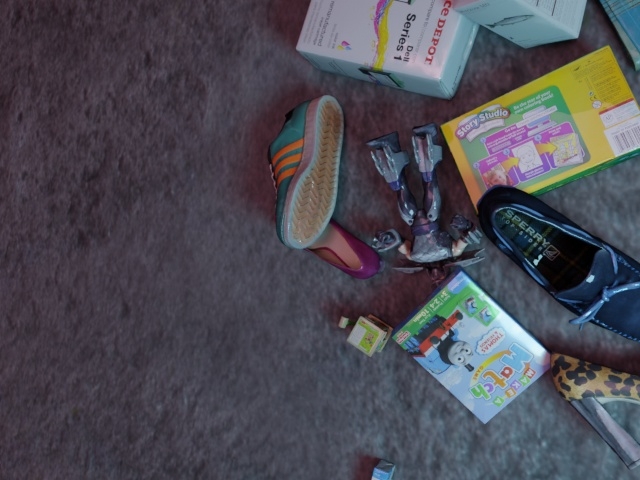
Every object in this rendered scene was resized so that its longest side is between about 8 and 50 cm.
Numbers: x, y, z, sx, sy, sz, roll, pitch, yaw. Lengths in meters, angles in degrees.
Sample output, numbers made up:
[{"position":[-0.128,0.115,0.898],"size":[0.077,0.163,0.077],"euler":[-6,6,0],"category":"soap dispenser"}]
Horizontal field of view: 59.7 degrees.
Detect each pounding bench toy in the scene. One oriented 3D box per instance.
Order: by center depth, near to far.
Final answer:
[{"position":[0.078,0.160,0.999],"size":[0.083,0.065,0.052],"euler":[32,100,21],"category":"pounding bench toy"}]

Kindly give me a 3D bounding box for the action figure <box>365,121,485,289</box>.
[{"position":[0.167,-0.043,0.929],"size":[0.185,0.099,0.285],"euler":[-12,101,24],"category":"action figure"}]

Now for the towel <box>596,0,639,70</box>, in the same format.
[{"position":[0.598,-0.454,0.835],"size":[0.370,0.040,0.271],"euler":[-26,79,17],"category":"towel"}]

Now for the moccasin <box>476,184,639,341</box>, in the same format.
[{"position":[0.370,0.052,0.820],"size":[0.342,0.117,0.138],"euler":[32,110,5],"category":"moccasin"}]

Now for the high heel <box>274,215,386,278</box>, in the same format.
[{"position":[0.000,0.000,1.013],"size":[0.244,0.117,0.082],"euler":[33,100,21],"category":"high heel"}]

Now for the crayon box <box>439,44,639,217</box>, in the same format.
[{"position":[0.353,-0.165,0.894],"size":[0.278,0.081,0.165],"euler":[-24,78,20],"category":"crayon box"}]

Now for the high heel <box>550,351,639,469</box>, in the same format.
[{"position":[0.481,0.177,0.811],"size":[0.261,0.093,0.186],"euler":[-39,60,4],"category":"high heel"}]

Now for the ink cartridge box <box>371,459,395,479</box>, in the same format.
[{"position":[0.104,0.437,0.981],"size":[0.028,0.048,0.083],"euler":[14,92,23],"category":"ink cartridge box"}]

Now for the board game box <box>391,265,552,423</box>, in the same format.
[{"position":[0.247,0.171,0.908],"size":[0.211,0.039,0.160],"euler":[42,104,-2],"category":"board game box"}]

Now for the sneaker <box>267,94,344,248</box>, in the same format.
[{"position":[-0.041,-0.122,1.031],"size":[0.121,0.108,0.302],"euler":[-6,62,40],"category":"sneaker"}]

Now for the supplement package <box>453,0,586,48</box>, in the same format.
[{"position":[0.311,-0.383,0.859],"size":[0.105,0.179,0.105],"euler":[15,93,59],"category":"supplement package"}]

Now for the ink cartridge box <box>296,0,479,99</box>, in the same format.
[{"position":[0.126,-0.386,0.983],"size":[0.278,0.117,0.201],"euler":[20,95,22],"category":"ink cartridge box"}]
